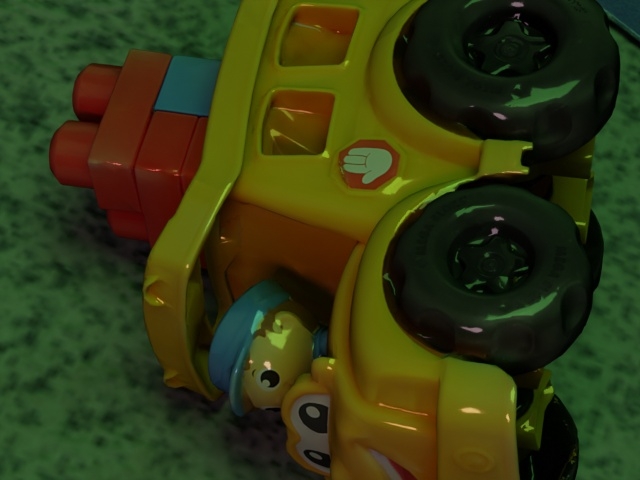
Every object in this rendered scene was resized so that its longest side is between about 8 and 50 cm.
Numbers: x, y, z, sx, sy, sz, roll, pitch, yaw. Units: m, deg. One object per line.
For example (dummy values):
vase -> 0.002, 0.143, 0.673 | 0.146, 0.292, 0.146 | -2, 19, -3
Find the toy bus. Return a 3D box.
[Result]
toy bus -> 0.000, 0.000, 0.710 | 0.211, 0.149, 0.220 | 6, 53, 7

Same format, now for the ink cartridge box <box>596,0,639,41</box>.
ink cartridge box -> 0.318, -0.134, 0.933 | 0.303, 0.072, 0.307 | 40, 52, 16
